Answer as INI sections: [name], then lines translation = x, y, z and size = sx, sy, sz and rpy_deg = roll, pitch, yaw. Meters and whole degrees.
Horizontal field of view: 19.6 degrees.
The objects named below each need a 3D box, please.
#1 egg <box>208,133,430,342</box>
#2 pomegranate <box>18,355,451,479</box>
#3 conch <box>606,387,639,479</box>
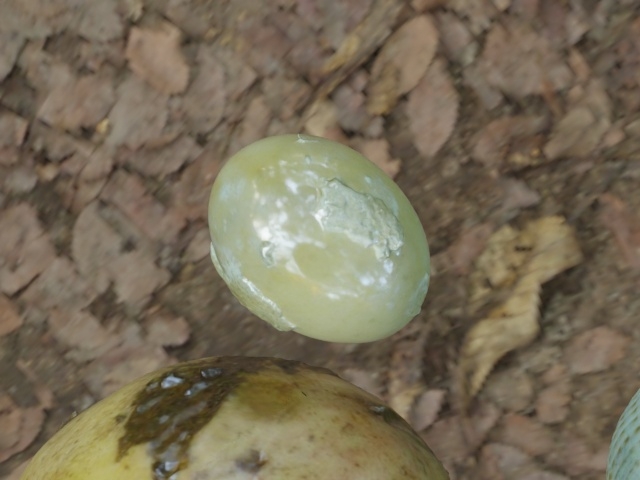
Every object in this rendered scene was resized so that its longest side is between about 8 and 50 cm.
[egg]
translation = -0.002, 0.001, 1.536
size = 0.201, 0.164, 0.164
rpy_deg = 37, 69, -7
[pomegranate]
translation = -0.043, 0.222, 1.087
size = 0.322, 0.322, 0.322
rpy_deg = 4, 76, -18
[conch]
translation = 0.388, 0.228, 1.601
size = 0.215, 0.303, 0.319
rpy_deg = 35, 50, -24
